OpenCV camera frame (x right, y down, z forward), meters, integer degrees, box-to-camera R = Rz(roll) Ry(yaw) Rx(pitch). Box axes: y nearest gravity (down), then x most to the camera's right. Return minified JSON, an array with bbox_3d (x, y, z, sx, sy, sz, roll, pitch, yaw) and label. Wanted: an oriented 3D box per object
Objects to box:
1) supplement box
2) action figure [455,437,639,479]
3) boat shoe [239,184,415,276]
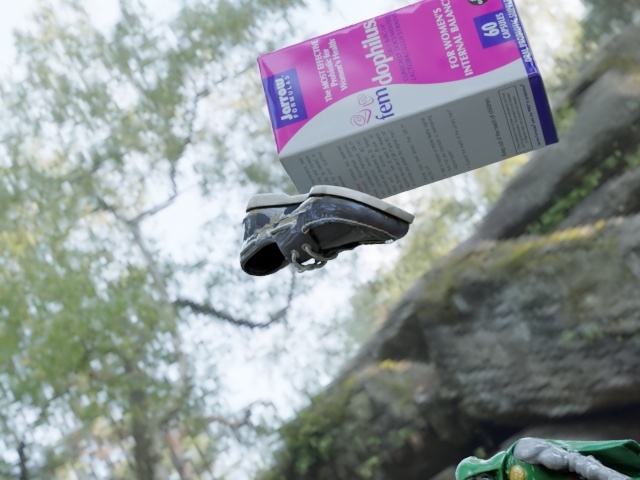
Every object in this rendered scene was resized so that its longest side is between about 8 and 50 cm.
[{"bbox_3d":[0.072,-0.117,1.183,0.220,0.111,0.114,-19,-31,8],"label":"supplement box"},{"bbox_3d":[0.211,0.193,1.024,0.063,0.232,0.137,-46,-36,-65],"label":"action figure"},{"bbox_3d":[0.000,0.000,1.095,0.075,0.206,0.065,25,-104,-30],"label":"boat shoe"}]
